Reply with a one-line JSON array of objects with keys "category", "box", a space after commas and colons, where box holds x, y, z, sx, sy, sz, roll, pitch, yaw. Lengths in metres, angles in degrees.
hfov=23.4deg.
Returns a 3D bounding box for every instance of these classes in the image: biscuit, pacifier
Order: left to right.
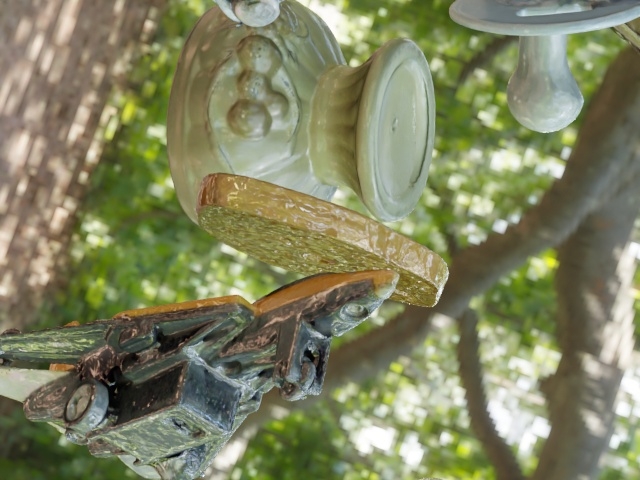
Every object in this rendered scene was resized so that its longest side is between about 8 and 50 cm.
[{"category": "biscuit", "box": [0.000, 0.000, 0.997, 0.142, 0.221, 0.029, 2, -107, 47]}, {"category": "pacifier", "box": [0.245, -0.222, 1.609, 0.287, 0.238, 0.226, -97, -176, -63]}]

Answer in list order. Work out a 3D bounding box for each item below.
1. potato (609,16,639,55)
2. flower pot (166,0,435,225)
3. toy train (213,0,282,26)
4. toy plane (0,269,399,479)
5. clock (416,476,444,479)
[{"category": "potato", "box": [0.451, -0.332, 1.822, 0.266, 0.229, 0.229, -48, 179, 5]}, {"category": "flower pot", "box": [-0.012, -0.140, 1.798, 0.307, 0.244, 0.307, 5, 90, -69]}, {"category": "toy train", "box": [-0.092, -0.351, 1.465, 0.131, 0.202, 0.299, -27, -135, 23]}, {"category": "toy plane", "box": [-0.069, 0.083, 0.952, 0.316, 0.204, 0.103, -17, -131, 46]}, {"category": "clock", "box": [0.071, 0.265, 1.434, 0.041, 0.129, 0.087, -17, 104, -79]}]
